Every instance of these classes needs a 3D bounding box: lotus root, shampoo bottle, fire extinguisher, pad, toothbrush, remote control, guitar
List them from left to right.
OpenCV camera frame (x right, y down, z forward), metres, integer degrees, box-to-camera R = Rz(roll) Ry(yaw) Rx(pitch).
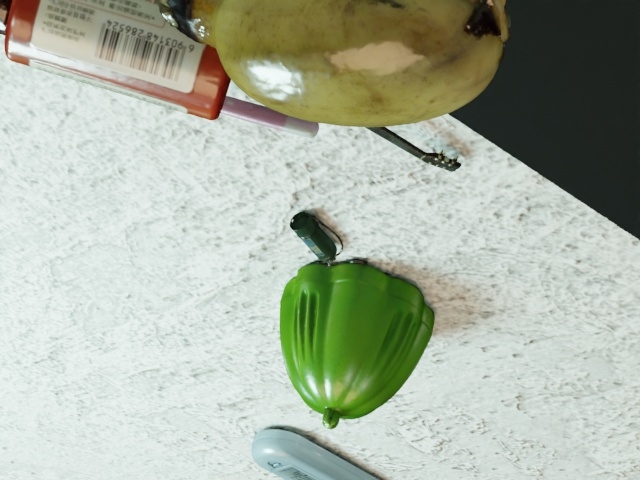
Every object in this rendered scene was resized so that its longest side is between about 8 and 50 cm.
[{"bbox_3d":[-0.211,-0.194,1.350,0.278,0.104,0.104,16,148,-4],"label":"shampoo bottle"},{"bbox_3d":[-0.139,-0.144,1.461,0.286,0.020,0.025,16,157,7],"label":"toothbrush"},{"bbox_3d":[0.000,0.000,1.645,0.038,0.025,0.083,-26,135,15],"label":"fire extinguisher"},{"bbox_3d":[0.003,0.334,2.141,0.244,0.047,0.087,33,141,-29],"label":"remote control"},{"bbox_3d":[0.002,-0.184,1.213,0.310,0.183,0.183,3,146,21],"label":"lotus root"},{"bbox_3d":[0.027,0.138,1.714,0.186,0.186,0.186,10,148,6],"label":"lotus root"},{"bbox_3d":[0.040,-0.123,1.437,0.233,0.025,0.088,28,146,-22],"label":"guitar"},{"bbox_3d":[0.276,-0.112,1.380,0.367,0.007,0.247,30,144,-24],"label":"pad"}]
